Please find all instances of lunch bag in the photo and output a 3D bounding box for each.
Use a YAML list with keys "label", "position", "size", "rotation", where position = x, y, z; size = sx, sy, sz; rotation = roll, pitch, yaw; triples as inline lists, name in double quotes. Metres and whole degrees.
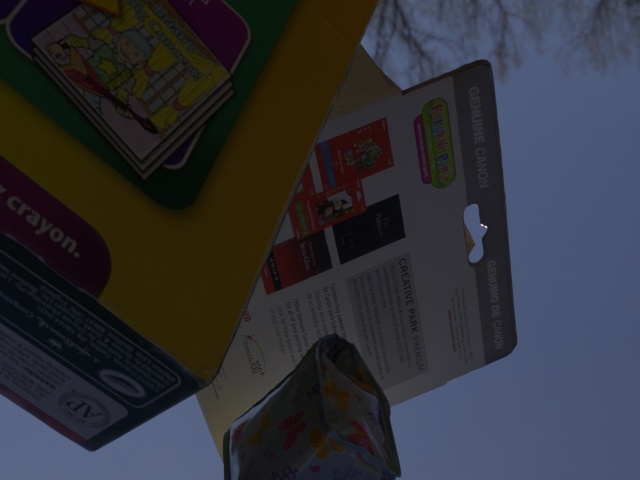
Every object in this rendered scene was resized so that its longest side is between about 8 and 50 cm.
- label: "lunch bag"
  position: [-0.005, 0.089, 0.488]
  size: [0.071, 0.053, 0.083]
  rotation: [-45, -153, 18]

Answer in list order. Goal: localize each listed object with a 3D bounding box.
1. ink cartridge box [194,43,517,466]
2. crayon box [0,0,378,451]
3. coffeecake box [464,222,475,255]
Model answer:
- label: "ink cartridge box"
  position: [0.000, 0.000, 0.855]
  size: [0.272, 0.309, 0.130]
  rotation: [-20, -139, -9]
- label: "crayon box"
  position: [-0.158, -0.142, 0.474]
  size: [0.106, 0.363, 0.313]
  rotation: [-33, -154, 41]
- label: "coffeecake box"
  position: [0.117, 0.002, 1.414]
  size: [0.068, 0.142, 0.185]
  rotation: [17, -152, -20]
